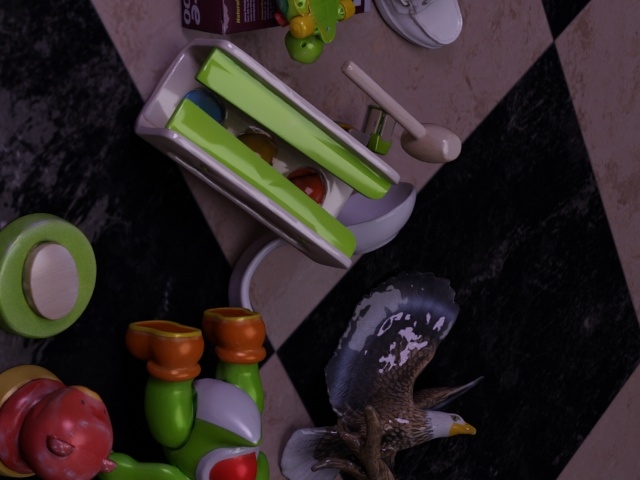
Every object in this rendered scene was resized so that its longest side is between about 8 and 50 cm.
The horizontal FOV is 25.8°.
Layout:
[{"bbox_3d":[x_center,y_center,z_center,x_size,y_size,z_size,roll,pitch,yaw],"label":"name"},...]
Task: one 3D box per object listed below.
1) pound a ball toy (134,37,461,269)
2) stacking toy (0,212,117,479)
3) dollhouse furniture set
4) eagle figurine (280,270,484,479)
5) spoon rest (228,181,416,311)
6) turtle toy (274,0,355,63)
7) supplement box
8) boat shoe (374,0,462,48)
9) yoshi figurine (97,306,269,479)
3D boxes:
[{"bbox_3d":[-0.024,-0.116,1.566,0.319,0.135,0.208,35,79,-28],"label":"pound a ball toy"},{"bbox_3d":[-0.313,0.108,1.369,0.309,0.130,0.279,17,89,-49],"label":"stacking toy"},{"bbox_3d":[0.043,-0.147,1.725,0.151,0.076,0.059,12,94,-58],"label":"dollhouse furniture set"},{"bbox_3d":[0.101,0.218,1.844,0.226,0.225,0.298,-54,-170,38],"label":"eagle figurine"},{"bbox_3d":[0.000,0.000,1.693,0.276,0.137,0.084,-36,111,-20],"label":"spoon rest"},{"bbox_3d":[-0.014,-0.254,1.525,0.095,0.066,0.130,-30,124,-42],"label":"turtle toy"},{"bbox_3d":[-0.047,-0.311,1.578,0.239,0.073,0.130,-17,113,-45],"label":"supplement box"},{"bbox_3d":[0.117,-0.333,1.732,0.277,0.096,0.098,47,66,-44],"label":"boat shoe"},{"bbox_3d":[-0.140,0.263,1.606,0.203,0.203,0.362,-31,117,-77],"label":"yoshi figurine"}]
